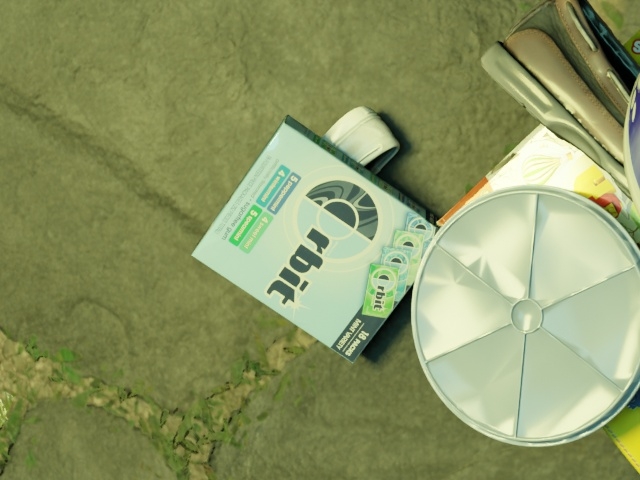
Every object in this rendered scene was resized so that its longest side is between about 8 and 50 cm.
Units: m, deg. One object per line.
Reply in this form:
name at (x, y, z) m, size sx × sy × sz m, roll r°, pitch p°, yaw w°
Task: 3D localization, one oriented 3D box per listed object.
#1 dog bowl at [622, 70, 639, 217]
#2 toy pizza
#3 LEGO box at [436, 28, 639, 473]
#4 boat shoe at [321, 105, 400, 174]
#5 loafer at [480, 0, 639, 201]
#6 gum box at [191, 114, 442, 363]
dog bowl at (0.337, -0.075, 1.027) m, size 0.265 × 0.104 × 0.264 m, roll -1°, pitch 68°, yaw 2°
toy pizza at (0.164, 0.057, 1.213) m, size 0.201 × 0.032 × 0.201 m, roll 0°, pitch 90°, yaw 30°
LEGO box at (0.400, 0.053, 1.217) m, size 0.372 × 0.193 × 0.500 m, roll -45°, pitch 70°, yaw 19°
boat shoe at (0.004, -0.042, 1.505) m, size 0.184 × 0.066 × 0.063 m, roll -46°, pitch 68°, yaw 9°
loafer at (0.246, -0.072, 1.135) m, size 0.302 × 0.109 × 0.095 m, roll 44°, pitch 102°, yaw 24°
gum box at (0.000, 0.000, 1.467) m, size 0.184 × 0.041 × 0.157 m, roll 34°, pitch 106°, yaw -6°
